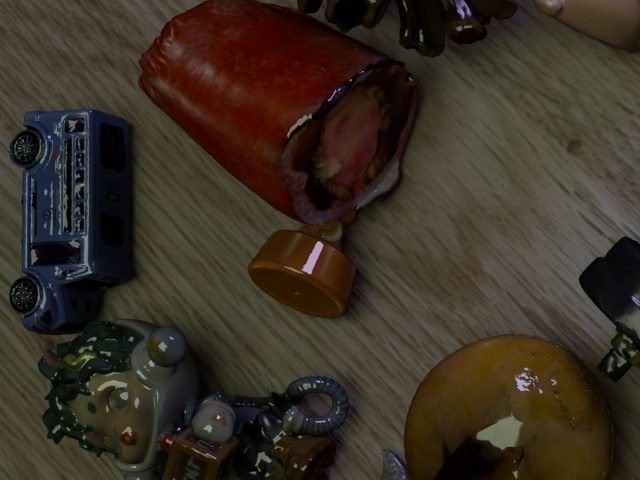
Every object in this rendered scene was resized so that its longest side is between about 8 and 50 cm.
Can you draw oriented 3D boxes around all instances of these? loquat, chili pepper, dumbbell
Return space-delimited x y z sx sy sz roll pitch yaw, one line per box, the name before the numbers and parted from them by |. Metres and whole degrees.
loquat | 0.209 0.216 1.610 0.235 0.235 0.235 -2 84 25
chili pepper | -0.049 -0.187 1.765 0.251 0.229 0.305 -34 58 -25
chili pepper | 0.094 0.326 1.760 0.050 0.041 0.153 -8 65 5
dumbbell | 0.430 0.000 1.549 0.185 0.185 0.388 45 103 22

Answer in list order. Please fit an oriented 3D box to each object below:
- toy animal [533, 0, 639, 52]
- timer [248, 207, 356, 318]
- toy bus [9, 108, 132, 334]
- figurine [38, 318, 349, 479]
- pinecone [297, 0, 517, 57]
toy animal | 0.334 -0.322 1.641 0.171 0.171 0.198 30 102 25
timer | 0.000 0.000 1.806 0.132 0.132 0.152 15 67 26
toy bus | -0.323 -0.023 1.943 0.133 0.125 0.292 -4 82 25
figurine | -0.178 0.228 1.825 0.382 0.186 0.261 25 107 19
pinecone | 0.092 -0.382 1.655 0.384 0.384 0.384 -2 84 25
